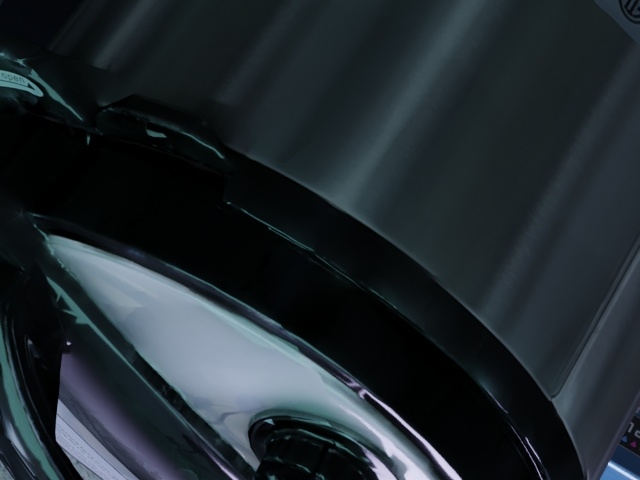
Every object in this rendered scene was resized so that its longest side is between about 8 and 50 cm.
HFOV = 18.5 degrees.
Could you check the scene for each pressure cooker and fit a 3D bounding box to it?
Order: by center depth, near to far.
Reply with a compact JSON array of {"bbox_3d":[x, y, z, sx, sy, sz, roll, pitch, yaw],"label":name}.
[{"bbox_3d":[0.003,-0.001,1.018,0.369,0.420,0.375,27,154,11],"label":"pressure cooker"}]

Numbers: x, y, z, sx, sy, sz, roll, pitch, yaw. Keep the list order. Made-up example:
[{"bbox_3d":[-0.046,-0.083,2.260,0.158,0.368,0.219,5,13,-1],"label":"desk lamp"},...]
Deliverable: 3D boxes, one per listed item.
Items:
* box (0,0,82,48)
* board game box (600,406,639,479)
[{"bbox_3d":[-0.403,-0.166,1.115,0.297,0.480,0.472,5,142,45],"label":"box"},{"bbox_3d":[0.201,0.202,1.537,0.253,0.079,0.336,30,154,5],"label":"board game box"}]
